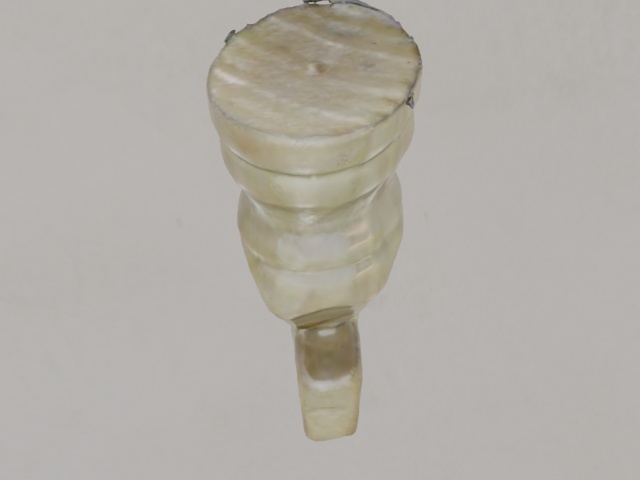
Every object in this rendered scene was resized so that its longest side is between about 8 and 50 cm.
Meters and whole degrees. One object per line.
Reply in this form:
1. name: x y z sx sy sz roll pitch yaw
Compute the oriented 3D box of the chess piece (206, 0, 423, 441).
1. chess piece: 0.000 0.000 0.868 0.137 0.301 0.137 -1 46 1
